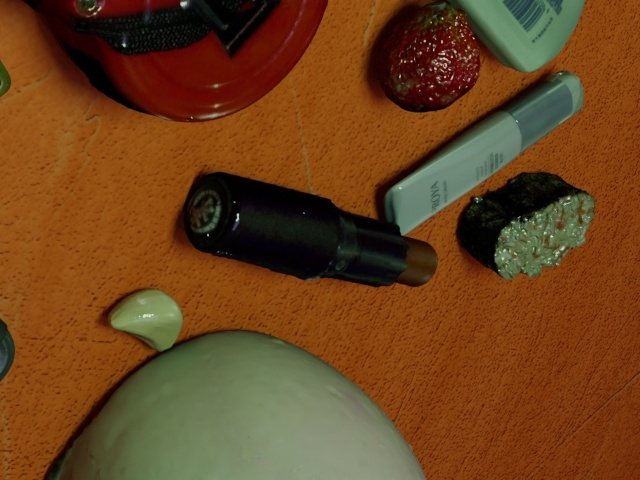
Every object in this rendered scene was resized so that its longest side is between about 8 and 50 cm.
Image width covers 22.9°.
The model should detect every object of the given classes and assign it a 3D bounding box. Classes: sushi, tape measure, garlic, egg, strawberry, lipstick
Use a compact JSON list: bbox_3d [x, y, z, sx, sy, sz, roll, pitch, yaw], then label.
[{"bbox_3d":[0.223,-0.015,1.682,0.150,0.078,0.090,-21,127,-35],"label":"sushi"},{"bbox_3d":[-0.098,-0.221,1.229,0.253,0.114,0.260,-51,138,-7],"label":"tape measure"},{"bbox_3d":[-0.151,0.071,1.412,0.053,0.041,0.083,-49,145,-3],"label":"garlic"},{"bbox_3d":[-0.033,0.302,1.440,0.355,0.340,0.354,-24,130,-32],"label":"egg"},{"bbox_3d":[0.100,-0.172,1.462,0.106,0.106,0.106,-23,128,-33],"label":"strawberry"},{"bbox_3d":[0.000,0.000,1.479,0.300,0.081,0.081,16,102,-46],"label":"lipstick"}]

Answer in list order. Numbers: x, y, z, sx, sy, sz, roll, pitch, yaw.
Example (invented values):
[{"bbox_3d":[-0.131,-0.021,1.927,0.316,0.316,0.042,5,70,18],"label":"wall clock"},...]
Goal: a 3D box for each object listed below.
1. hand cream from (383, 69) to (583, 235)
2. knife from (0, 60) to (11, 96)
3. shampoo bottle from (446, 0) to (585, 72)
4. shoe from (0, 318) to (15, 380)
[{"bbox_3d":[0.164,-0.091,1.602,0.255,0.048,0.079,-36,141,-20],"label":"hand cream"},{"bbox_3d":[-0.307,-0.218,1.099,0.061,0.027,0.343,-37,135,-15],"label":"knife"},{"bbox_3d":[0.134,-0.297,1.430,0.134,0.078,0.359,-57,138,-6],"label":"shampoo bottle"},{"bbox_3d":[-0.317,0.069,1.214,0.108,0.093,0.241,-49,136,-11],"label":"shoe"}]
